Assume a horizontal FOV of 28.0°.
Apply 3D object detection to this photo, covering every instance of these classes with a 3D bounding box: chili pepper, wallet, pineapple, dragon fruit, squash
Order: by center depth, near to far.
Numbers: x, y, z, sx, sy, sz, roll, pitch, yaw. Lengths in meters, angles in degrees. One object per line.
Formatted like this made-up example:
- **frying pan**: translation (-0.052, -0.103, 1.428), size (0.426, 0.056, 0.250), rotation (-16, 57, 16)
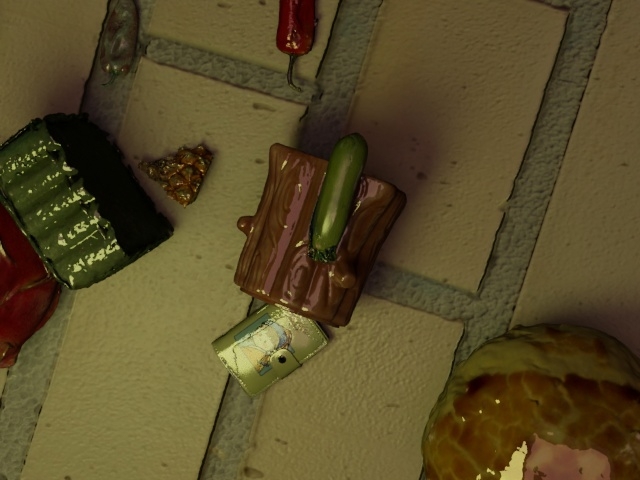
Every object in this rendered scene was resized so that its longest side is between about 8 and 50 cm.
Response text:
- **squash**: translation (0.021, -0.058, 1.733), size (0.052, 0.052, 0.183), rotation (18, 95, 2)
- **dragon fruit**: translation (-0.498, 0.046, 1.892), size (0.250, 0.250, 0.315), rotation (36, 80, 0)
- **chili pepper**: translation (-0.034, -0.356, 1.910), size (0.059, 0.050, 0.268), rotation (7, 95, 19)
- **chili pepper**: translation (-0.302, -0.303, 1.935), size (0.050, 0.041, 0.153), rotation (10, 79, -17)
- **pineapple**: translation (-0.220, -0.098, 1.945), size (0.114, 0.077, 0.114), rotation (18, 62, 12)
- **wallet**: translation (-0.075, 0.158, 1.963), size (0.155, 0.039, 0.110), rotation (-36, 91, 7)

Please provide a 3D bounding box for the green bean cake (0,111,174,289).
- **green bean cake**: translation (-0.343, -0.063, 1.856), size (0.132, 0.255, 0.241), rotation (-35, 93, 13)

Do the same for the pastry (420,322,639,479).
- **pastry**: translation (0.328, 0.312, 1.818), size (0.388, 0.312, 0.389), rotation (0, 91, 2)

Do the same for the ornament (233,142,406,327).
- **ornament**: translation (0.000, 0.000, 1.849), size (0.235, 0.221, 0.218), rotation (22, 89, -43)
